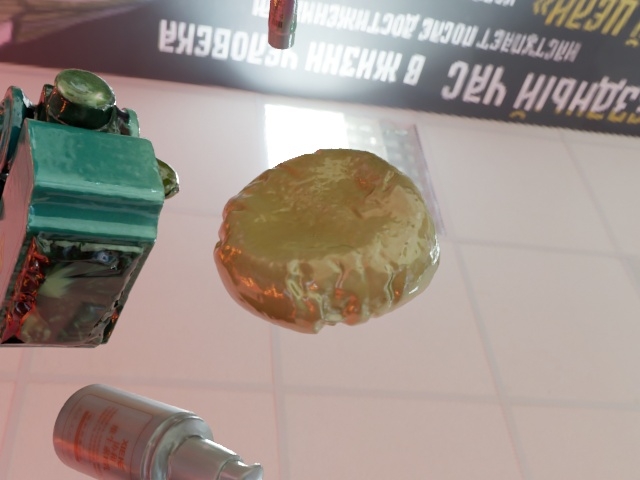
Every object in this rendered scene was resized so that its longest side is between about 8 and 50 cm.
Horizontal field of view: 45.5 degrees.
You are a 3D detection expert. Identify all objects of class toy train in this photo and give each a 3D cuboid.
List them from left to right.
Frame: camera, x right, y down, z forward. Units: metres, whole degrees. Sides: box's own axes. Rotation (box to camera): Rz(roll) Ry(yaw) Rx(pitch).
[{"bbox_3d":[-0.183,-0.013,0.534,0.107,0.198,0.154,6,-137,-33],"label":"toy train"}]

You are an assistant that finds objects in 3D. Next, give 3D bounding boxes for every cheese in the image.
[{"bbox_3d":[0.000,0.000,0.777,0.214,0.117,0.226,-24,-144,-14],"label":"cheese"}]

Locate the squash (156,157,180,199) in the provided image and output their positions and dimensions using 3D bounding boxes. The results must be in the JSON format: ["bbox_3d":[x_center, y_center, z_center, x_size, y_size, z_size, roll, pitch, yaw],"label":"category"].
[{"bbox_3d":[-0.247,-0.102,0.891,0.183,0.052,0.052,31,-136,-7],"label":"squash"}]

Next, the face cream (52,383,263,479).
[{"bbox_3d":[-0.168,0.226,0.810,0.252,0.101,0.101,7,-144,35],"label":"face cream"}]

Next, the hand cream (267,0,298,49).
[{"bbox_3d":[-0.058,-0.393,1.232,0.047,0.174,0.076,-23,-127,-25],"label":"hand cream"}]
